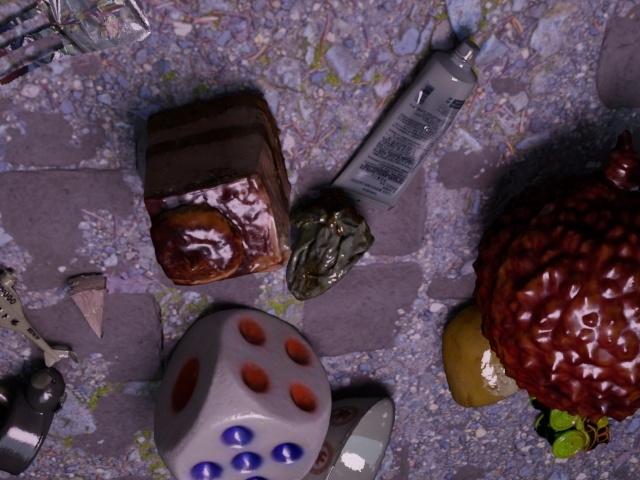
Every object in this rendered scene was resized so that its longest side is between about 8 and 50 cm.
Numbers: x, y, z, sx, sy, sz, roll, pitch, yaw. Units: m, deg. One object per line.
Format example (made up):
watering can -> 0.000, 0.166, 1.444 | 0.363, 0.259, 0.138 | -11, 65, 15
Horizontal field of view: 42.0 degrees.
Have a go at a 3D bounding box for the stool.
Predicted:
stool -> -0.569, 0.318, 1.541 | 0.139, 0.153, 0.228 | 31, 86, -25

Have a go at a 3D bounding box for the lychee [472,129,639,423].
lychee -> 0.460, 0.062, 1.371 | 0.425, 0.424, 0.499 | -6, 122, -6

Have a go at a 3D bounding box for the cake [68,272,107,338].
cake -> -0.406, 0.117, 1.471 | 0.065, 0.052, 0.121 | -4, 128, -15

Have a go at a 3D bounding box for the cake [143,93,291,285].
cake -> -0.148, -0.063, 1.233 | 0.199, 0.293, 0.196 | -10, 128, 2

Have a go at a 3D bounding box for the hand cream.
hand cream -> 0.148, -0.183, 1.351 | 0.124, 0.077, 0.340 | 19, 129, -23

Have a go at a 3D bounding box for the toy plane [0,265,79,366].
toy plane -> -0.531, 0.132, 1.443 | 0.108, 0.092, 0.286 | -40, 126, -12

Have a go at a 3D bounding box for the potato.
potato -> 0.310, 0.204, 1.611 | 0.204, 0.178, 0.158 | -27, 111, 27

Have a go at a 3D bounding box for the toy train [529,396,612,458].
toy train -> 0.539, 0.346, 1.796 | 0.161, 0.100, 0.296 | -21, 127, -4

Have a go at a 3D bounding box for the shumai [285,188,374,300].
shumai -> -0.005, 0.004, 1.403 | 0.184, 0.184, 0.142 | -41, 89, 20

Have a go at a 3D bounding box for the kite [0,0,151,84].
kite -> -0.368, -0.303, 1.181 | 0.245, 0.015, 0.141 | -25, 126, 4

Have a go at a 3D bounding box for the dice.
dice -> -0.142, 0.302, 1.530 | 0.251, 0.259, 0.243 | 27, 119, -28

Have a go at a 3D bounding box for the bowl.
bowl -> 0.008, 0.441, 1.694 | 0.158, 0.337, 0.337 | 23, 130, 23
